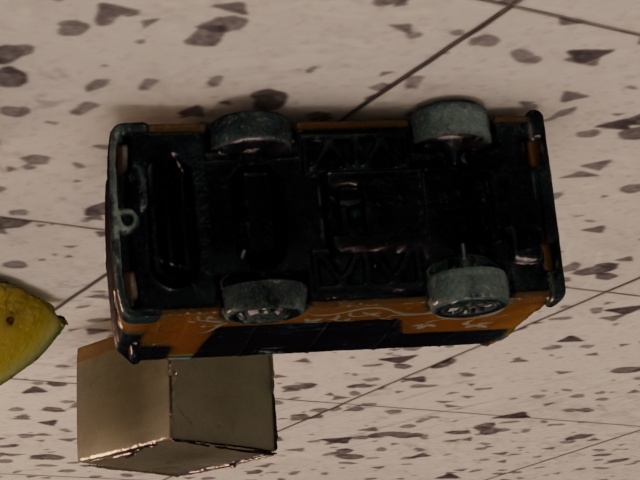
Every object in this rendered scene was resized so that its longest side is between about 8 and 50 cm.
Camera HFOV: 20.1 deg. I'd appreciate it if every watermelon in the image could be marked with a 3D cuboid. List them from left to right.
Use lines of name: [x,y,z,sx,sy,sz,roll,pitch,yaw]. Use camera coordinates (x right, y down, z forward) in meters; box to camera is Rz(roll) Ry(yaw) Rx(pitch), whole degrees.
watermelon: [-0.348,0.071,1.610,0.129,0.123,0.301,-34,154,17]

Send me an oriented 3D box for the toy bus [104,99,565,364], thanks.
toy bus: [0.000,0.000,1.352,0.323,0.162,0.194,-2,165,-11]

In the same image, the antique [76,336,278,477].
antique: [-0.144,0.153,1.800,0.152,0.148,0.147,-19,156,40]
